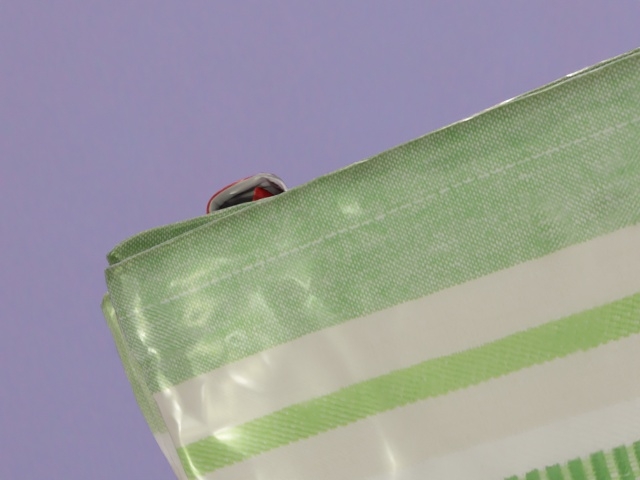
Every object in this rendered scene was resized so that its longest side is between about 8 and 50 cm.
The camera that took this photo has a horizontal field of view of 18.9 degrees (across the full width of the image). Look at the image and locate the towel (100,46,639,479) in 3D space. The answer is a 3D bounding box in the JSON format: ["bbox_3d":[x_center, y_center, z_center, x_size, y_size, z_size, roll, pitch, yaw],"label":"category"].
[{"bbox_3d":[0.082,0.115,0.664,0.248,0.038,0.325,-20,-81,25],"label":"towel"}]

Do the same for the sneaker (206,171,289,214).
[{"bbox_3d":[0.000,0.000,0.937,0.118,0.067,0.042,8,-108,9],"label":"sneaker"}]
